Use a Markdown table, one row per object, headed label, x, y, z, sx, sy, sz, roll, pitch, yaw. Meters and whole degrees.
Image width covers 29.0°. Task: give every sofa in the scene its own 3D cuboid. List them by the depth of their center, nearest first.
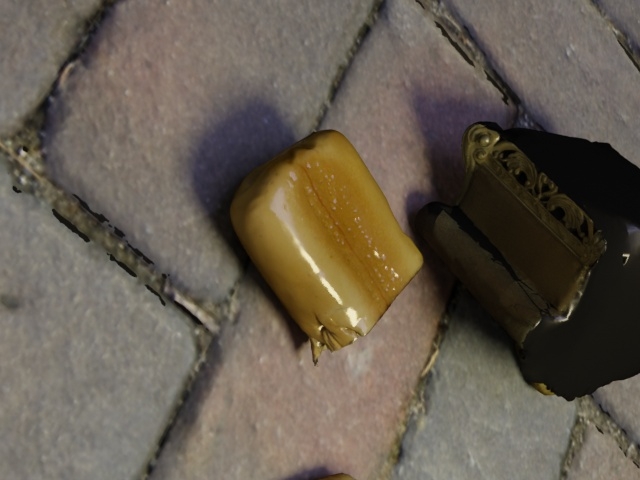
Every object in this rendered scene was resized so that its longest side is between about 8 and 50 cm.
| label | x | y | z | sx | sy | sz | roll | pitch | yaw |
| --- | --- | --- | --- | --- | --- | --- | --- | --- | --- |
| sofa | 0.229 | 0.020 | 1.185 | 0.258 | 0.182 | 0.200 | 3 | 38 | -43 |

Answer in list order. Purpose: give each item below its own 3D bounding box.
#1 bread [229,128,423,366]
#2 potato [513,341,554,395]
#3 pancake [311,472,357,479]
| label | x | y | z | sx | sy | sz | roll | pitch | yaw |
| --- | --- | --- | --- | --- | --- | --- | --- | --- | --- |
| bread | -0.001 | 0.000 | 1.025 | 0.134 | 0.085 | 0.173 | -46 | 113 | -36 |
| potato | 0.220 | 0.114 | 1.233 | 0.046 | 0.045 | 0.092 | -68 | 140 | -82 |
| pancake | -0.009 | 0.319 | 0.984 | 0.266 | 0.057 | 0.244 | -51 | 124 | -33 |
